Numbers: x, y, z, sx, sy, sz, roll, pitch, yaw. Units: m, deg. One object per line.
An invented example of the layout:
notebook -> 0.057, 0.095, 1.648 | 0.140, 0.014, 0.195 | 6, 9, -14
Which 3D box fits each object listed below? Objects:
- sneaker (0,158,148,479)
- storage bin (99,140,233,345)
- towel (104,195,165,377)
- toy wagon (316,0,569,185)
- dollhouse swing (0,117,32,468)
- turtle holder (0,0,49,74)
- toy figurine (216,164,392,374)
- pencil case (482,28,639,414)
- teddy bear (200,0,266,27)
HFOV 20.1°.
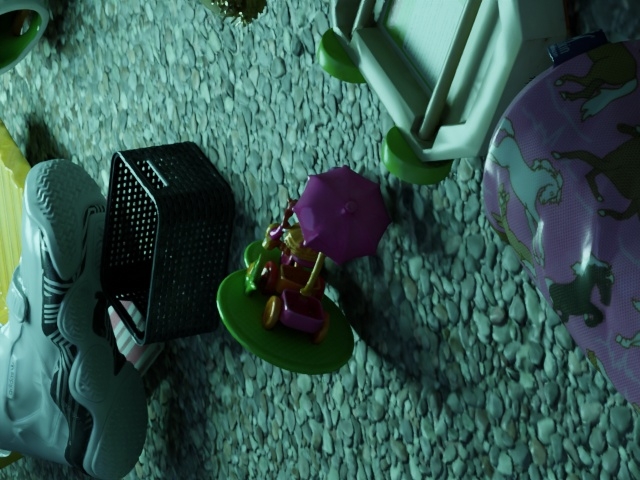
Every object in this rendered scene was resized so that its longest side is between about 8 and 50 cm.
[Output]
sneaker -> -0.321, 0.090, 1.969 | 0.210, 0.137, 0.365 | 0, 112, 22
storage bin -> -0.158, 0.003, 1.840 | 0.122, 0.084, 0.180 | 50, 141, 44
towel -> -0.230, 0.064, 2.063 | 0.197, 0.029, 0.144 | 68, 151, 17
toy wagon -> 0.067, -0.222, 1.358 | 0.344, 0.068, 0.267 | 59, 146, 36
dollhouse swing -> -0.458, 0.060, 2.214 | 0.347, 0.315, 0.305 | 54, 168, 41
turtle holder -> -0.445, -0.310, 2.067 | 0.227, 0.243, 0.320 | 47, 180, 16
toy figurine -> 0.000, 0.000, 1.548 | 0.173, 0.130, 0.159 | -96, 29, -53
pencil case -> 0.247, 0.041, 0.998 | 0.386, 0.160, 0.167 | 54, 141, 40
teddy bear -> -0.075, -0.343, 1.486 | 0.245, 0.113, 0.338 | -52, -40, -67
